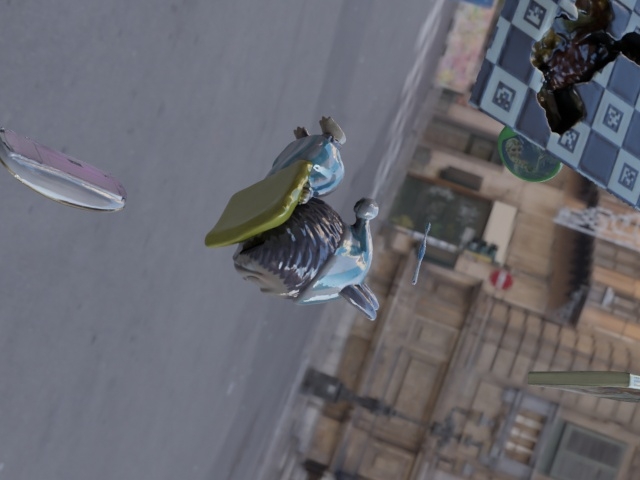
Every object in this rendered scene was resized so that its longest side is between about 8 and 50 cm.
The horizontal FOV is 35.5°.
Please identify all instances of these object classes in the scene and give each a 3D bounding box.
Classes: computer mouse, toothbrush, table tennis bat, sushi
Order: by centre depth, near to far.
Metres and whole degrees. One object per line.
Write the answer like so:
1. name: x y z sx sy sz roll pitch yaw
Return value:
1. sushi: 0.379 -0.262 1.429 0.064 0.359 0.343 2 -111 62
2. computer mouse: -0.432 -0.107 1.644 0.056 0.245 0.126 -56 -139 15
3. table tennis bat: 0.476 -0.252 2.347 0.039 0.160 0.257 -41 110 -46
4. toothbrush: 0.246 0.032 2.449 0.017 0.014 0.162 101 5 -77

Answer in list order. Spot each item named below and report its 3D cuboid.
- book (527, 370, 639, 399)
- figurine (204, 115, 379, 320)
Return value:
1. book: 0.498 0.238 1.610 0.202 0.264 0.027 -11 -110 53
2. figurine: 0.000 0.000 2.129 0.266 0.377 0.361 -8 -140 51
